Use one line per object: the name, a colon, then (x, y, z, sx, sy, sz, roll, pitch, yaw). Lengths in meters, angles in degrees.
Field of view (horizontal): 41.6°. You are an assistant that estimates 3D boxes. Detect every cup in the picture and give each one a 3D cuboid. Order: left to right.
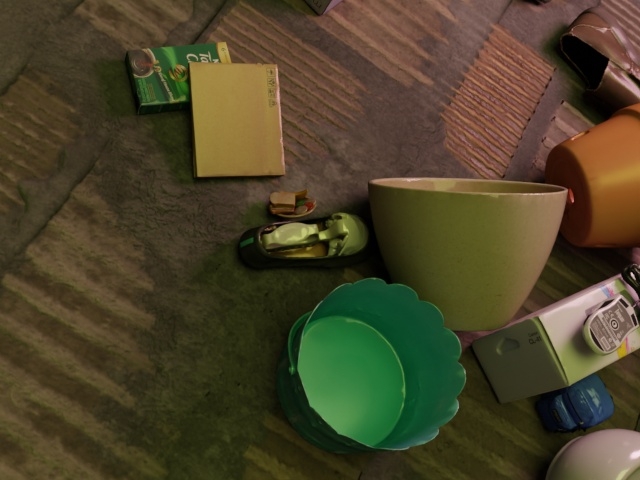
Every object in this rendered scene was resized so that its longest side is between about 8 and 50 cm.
cup: (0.243, 0.021, 1.434, 0.331, 0.331, 0.237, -2, 99, -21)

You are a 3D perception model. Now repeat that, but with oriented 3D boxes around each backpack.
backpack: (0.454, 0.294, 1.496, 0.101, 0.120, 0.098, -27, 83, -27)

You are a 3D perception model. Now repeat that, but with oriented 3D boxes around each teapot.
teapot: (0.476, 0.420, 1.432, 0.256, 0.187, 0.252, 40, 80, -32)

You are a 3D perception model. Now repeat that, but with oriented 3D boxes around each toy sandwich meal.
toy sandwich meal: (-0.050, -0.066, 1.466, 0.085, 0.029, 0.085, -4, 31, 2)

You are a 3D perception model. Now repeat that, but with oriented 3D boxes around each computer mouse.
computer mouse: (0.475, 0.122, 1.358, 0.193, 0.042, 0.106, -28, 88, -32)

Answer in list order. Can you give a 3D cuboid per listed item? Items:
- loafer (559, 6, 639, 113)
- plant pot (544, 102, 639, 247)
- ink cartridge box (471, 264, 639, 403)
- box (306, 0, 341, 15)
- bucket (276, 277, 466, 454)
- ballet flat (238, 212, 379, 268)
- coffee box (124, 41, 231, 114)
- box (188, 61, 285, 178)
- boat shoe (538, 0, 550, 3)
loafer: (0.629, -0.323, 1.791, 0.130, 0.134, 0.366, -27, 73, -22)
plant pot: (0.564, -0.106, 1.609, 0.203, 0.291, 0.291, -13, 76, -8)
ink cartridge box: (0.457, 0.161, 1.486, 0.306, 0.226, 0.131, -21, 80, -25)
box: (-0.013, -0.599, 1.580, 0.262, 0.231, 0.127, 46, 63, 0)
bucket: (0.067, 0.209, 1.346, 0.281, 0.183, 0.281, 7, 69, -19)
ballet flat: (0.000, 0.000, 1.444, 0.280, 0.096, 0.095, -9, 76, -24)
coffee box: (-0.242, -0.288, 1.487, 0.184, 0.040, 0.113, -9, 75, -23)
box: (-0.147, -0.211, 1.476, 0.164, 0.021, 0.201, -3, 88, -23)
boat shoe: (0.461, -0.631, 1.870, 0.079, 0.084, 0.233, 21, 50, -55)
